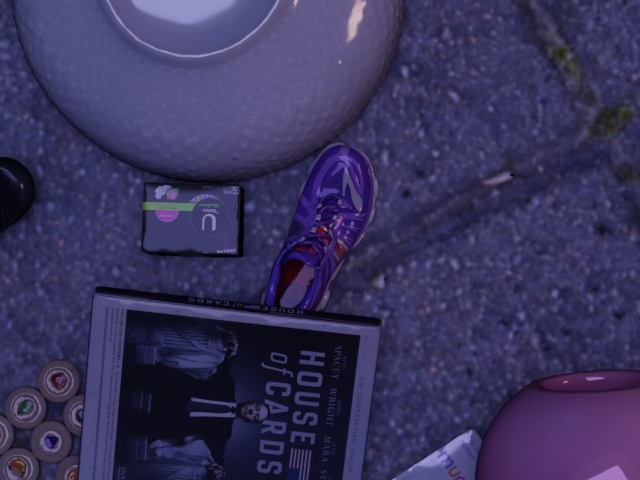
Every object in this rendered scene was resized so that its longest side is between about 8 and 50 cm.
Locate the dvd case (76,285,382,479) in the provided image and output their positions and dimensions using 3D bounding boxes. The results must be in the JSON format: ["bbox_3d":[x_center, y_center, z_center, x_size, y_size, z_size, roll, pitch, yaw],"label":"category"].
[{"bbox_3d":[-0.077,0.137,1.635,0.238,0.029,0.179,7,108,0],"label":"dvd case"}]

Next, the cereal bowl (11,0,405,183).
[{"bbox_3d":[-0.099,-0.217,1.636,0.339,0.141,0.339,0,88,4],"label":"cereal bowl"}]

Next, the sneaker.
[{"bbox_3d":[0.000,0.000,1.652,0.068,0.071,0.170,20,88,4],"label":"sneaker"}]

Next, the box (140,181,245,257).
[{"bbox_3d":[-0.108,-0.017,1.669,0.083,0.052,0.062,1,87,2],"label":"box"}]

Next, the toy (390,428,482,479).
[{"bbox_3d":[0.066,0.281,1.632,0.237,0.056,0.137,-33,100,4],"label":"toy"}]

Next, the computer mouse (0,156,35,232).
[{"bbox_3d":[-0.360,-0.023,1.697,0.242,0.041,0.071,-12,103,8],"label":"computer mouse"}]

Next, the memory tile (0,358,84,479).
[{"bbox_3d":[-0.220,0.187,1.685,0.113,0.012,0.148,-38,86,1],"label":"memory tile"}]

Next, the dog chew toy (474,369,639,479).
[{"bbox_3d":[0.232,0.275,1.567,0.206,0.206,0.332,-4,95,3],"label":"dog chew toy"}]
